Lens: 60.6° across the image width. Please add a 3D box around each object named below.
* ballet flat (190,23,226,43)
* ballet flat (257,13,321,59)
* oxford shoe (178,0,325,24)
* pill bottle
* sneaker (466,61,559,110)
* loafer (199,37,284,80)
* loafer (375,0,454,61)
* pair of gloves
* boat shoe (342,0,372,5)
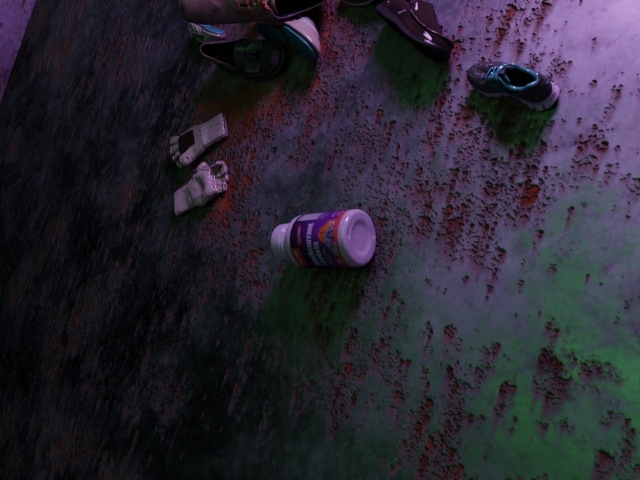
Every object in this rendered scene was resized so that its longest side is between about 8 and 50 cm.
[{"bbox_3d":[-0.311,-0.571,1.520,0.168,0.057,0.052,42,133,42],"label":"ballet flat"},{"bbox_3d":[-0.060,-0.492,1.273,0.248,0.086,0.086,39,103,40],"label":"ballet flat"},{"bbox_3d":[-0.147,-0.547,1.217,0.348,0.123,0.130,-15,43,1],"label":"oxford shoe"},{"bbox_3d":[0.000,0.000,1.062,0.194,0.108,0.108,-4,75,39],"label":"pill bottle"},{"bbox_3d":[0.310,-0.271,0.906,0.166,0.076,0.065,30,97,40],"label":"sneaker"},{"bbox_3d":[-0.202,-0.455,1.360,0.268,0.084,0.096,20,103,43],"label":"loafer"},{"bbox_3d":[0.186,-0.421,1.045,0.078,0.080,0.220,-49,53,19],"label":"loafer"},{"bbox_3d":[-0.320,-0.197,1.421,0.204,0.042,0.240,-17,68,35],"label":"pair of gloves"},{"bbox_3d":[0.112,-0.550,1.151,0.206,0.065,0.075,11,85,41],"label":"boat shoe"}]
